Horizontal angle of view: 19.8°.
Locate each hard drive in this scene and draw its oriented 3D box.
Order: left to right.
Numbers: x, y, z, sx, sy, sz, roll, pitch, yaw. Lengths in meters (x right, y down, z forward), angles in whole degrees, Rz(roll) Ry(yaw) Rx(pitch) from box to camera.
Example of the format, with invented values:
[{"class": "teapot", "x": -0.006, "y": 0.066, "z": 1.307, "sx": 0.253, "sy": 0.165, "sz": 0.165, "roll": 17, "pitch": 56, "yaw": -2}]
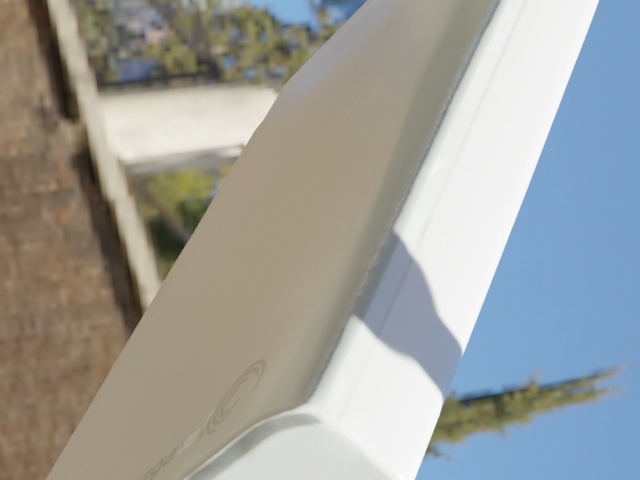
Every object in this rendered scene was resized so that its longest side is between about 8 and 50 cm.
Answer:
[{"class": "hard drive", "x": 0.000, "y": 0.000, "z": 0.569, "sx": 0.203, "sy": 0.040, "sz": 0.307, "roll": -42, "pitch": -166, "yaw": 41}]
